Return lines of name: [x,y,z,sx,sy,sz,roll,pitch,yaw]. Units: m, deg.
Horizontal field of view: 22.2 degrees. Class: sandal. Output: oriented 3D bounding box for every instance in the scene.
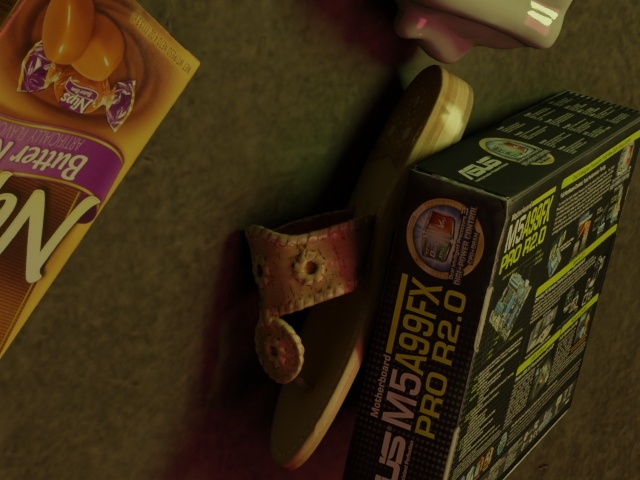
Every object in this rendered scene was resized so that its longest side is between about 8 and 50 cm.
sandal: [-0.002,0.000,0.898,0.079,0.088,0.240,29,80,-20]

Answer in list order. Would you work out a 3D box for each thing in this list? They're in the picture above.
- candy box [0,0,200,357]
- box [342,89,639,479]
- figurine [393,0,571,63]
candy box: [-0.145,-0.037,0.719,0.187,0.053,0.109,-56,141,-6]
box: [0.107,0.039,0.963,0.270,0.060,0.216,-29,134,-60]
figurine: [0.055,-0.209,0.828,0.209,0.092,0.215,15,100,-42]
